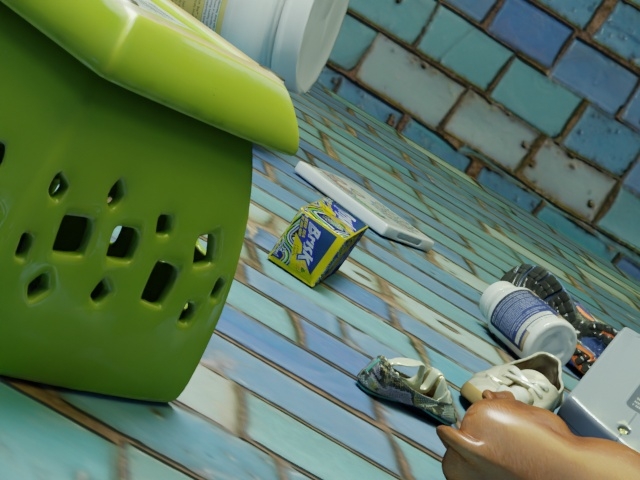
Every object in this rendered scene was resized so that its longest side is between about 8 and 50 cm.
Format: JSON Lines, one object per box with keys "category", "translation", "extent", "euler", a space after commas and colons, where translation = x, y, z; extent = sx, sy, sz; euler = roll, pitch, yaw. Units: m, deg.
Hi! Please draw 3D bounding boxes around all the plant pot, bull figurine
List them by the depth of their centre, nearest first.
{"category": "plant pot", "translation": [-0.161, -0.060, 1.088], "extent": [0.227, 0.207, 0.228], "euler": [37, 9, 31]}
{"category": "bull figurine", "translation": [0.220, 0.206, 1.328], "extent": [0.310, 0.101, 0.188], "euler": [36, 5, 5]}

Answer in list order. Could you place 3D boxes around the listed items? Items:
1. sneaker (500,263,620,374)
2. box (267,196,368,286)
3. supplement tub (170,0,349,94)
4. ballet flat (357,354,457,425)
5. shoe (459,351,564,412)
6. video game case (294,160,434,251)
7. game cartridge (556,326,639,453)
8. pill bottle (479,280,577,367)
{"category": "sneaker", "translation": [0.298, 0.112, 2.264], "extent": [0.221, 0.083, 0.087], "euler": [43, -1, 28]}
{"category": "box", "translation": [0.000, 0.000, 1.820], "extent": [0.054, 0.059, 0.169], "euler": [35, 9, 4]}
{"category": "supplement tub", "translation": [-0.144, -0.330, 2.351], "extent": [0.331, 0.241, 0.241], "euler": [20, 6, 10]}
{"category": "ballet flat", "translation": [0.079, 0.118, 1.512], "extent": [0.114, 0.041, 0.041], "euler": [26, 11, -41]}
{"category": "shoe", "translation": [0.182, 0.134, 1.723], "extent": [0.076, 0.058, 0.219], "euler": [35, 9, 14]}
{"category": "video game case", "translation": [0.057, -0.043, 2.406], "extent": [0.157, 0.019, 0.143], "euler": [37, 9, 28]}
{"category": "game cartridge", "translation": [0.373, 0.205, 1.757], "extent": [0.297, 0.062, 0.198], "euler": [32, 40, 15]}
{"category": "pill bottle", "translation": [0.227, 0.093, 2.092], "extent": [0.067, 0.067, 0.120], "euler": [27, 11, -35]}
